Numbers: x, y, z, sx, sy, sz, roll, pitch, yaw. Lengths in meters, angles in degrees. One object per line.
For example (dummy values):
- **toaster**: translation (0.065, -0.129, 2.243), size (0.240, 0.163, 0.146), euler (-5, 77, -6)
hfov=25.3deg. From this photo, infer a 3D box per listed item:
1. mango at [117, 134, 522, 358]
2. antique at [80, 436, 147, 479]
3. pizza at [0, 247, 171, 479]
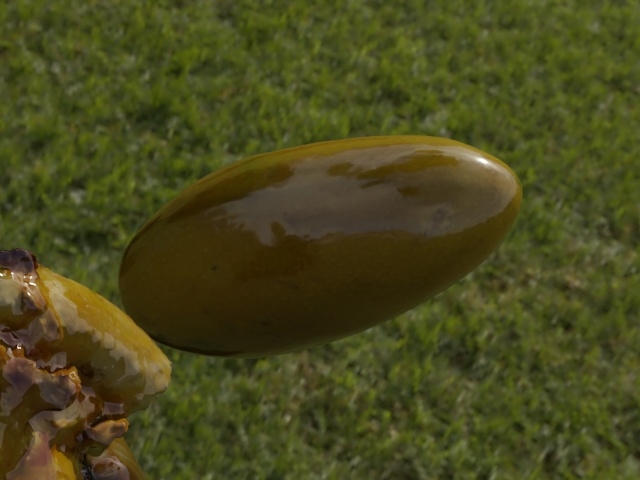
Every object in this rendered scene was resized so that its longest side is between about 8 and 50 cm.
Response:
- **mango**: translation (0.000, 0.000, 0.791), size (0.138, 0.253, 0.113), euler (0, 76, -55)
- **antique**: translation (-0.173, 0.286, 1.208), size (0.129, 0.278, 0.223), euler (-25, 33, -8)
- **pizza**: translation (-0.191, 0.113, 0.592), size (0.086, 0.226, 0.335), euler (-1, 5, 42)
